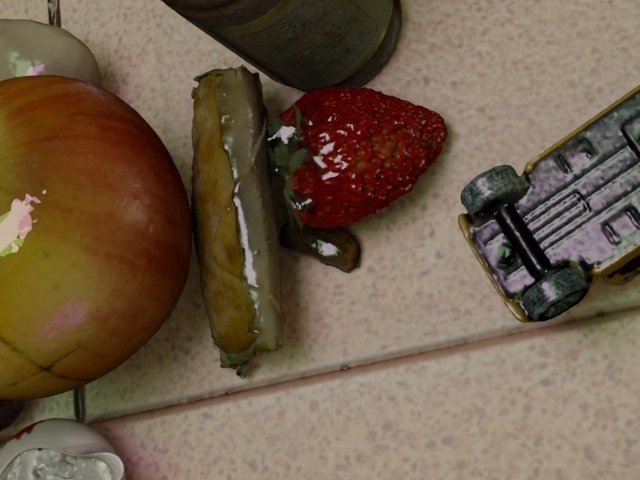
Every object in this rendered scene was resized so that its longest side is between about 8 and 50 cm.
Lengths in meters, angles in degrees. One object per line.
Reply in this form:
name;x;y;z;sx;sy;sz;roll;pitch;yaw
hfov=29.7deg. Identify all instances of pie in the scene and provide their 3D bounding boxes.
pie;-0.080;-0.018;1.093;0.128;0.068;0.282;-25;70;61

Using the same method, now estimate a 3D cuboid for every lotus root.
lotus root;-0.001;0.000;1.092;0.083;0.030;0.037;20;86;28

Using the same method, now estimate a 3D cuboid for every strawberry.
strawberry;0.028;-0.077;1.060;0.131;0.148;0.131;23;118;52

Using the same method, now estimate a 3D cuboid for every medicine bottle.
medicine bottle;-0.053;-0.236;1.008;0.151;0.322;0.151;-6;75;25

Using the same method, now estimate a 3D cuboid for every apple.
apple;-0.248;0.001;1.059;0.286;0.233;0.286;-12;65;26

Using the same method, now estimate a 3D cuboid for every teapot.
teapot;-0.253;0.243;1.124;0.226;0.092;0.145;-25;65;20

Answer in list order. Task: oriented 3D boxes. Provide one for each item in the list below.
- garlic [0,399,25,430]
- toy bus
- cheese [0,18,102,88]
garlic;-0.359;0.138;1.173;0.147;0.102;0.159;21;108;-13
toy bus;0.272;-0.065;0.920;0.335;0.123;0.121;-36;66;15
cheese;-0.377;-0.043;1.233;0.351;0.129;0.328;-8;73;26
